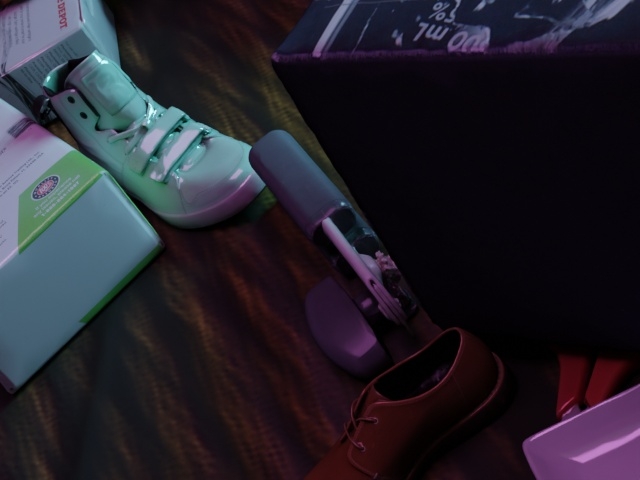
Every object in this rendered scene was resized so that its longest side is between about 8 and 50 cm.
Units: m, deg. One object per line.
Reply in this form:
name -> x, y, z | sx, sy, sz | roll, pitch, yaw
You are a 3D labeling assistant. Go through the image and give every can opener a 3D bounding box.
can opener -> 0.000, 0.000, 1.325 | 0.093, 0.074, 0.280 | -36, 37, 3

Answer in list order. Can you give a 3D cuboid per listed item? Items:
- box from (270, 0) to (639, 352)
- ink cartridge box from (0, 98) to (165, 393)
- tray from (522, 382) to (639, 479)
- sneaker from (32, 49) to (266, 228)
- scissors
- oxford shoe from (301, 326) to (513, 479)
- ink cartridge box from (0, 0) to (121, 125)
box -> 0.310, -0.181, 1.077 | 0.479, 0.297, 0.472 | 3, 51, 40
ink cartridge box -> -0.306, -0.007, 1.540 | 0.198, 0.115, 0.273 | -45, 38, -11
tray -> 0.233, 0.186, 0.973 | 0.145, 0.030, 0.270 | -27, 38, 2
sneaker -> -0.164, -0.100, 1.496 | 0.256, 0.151, 0.094 | 15, 59, 44
scissors -> 0.182, 0.123, 1.096 | 0.109, 0.021, 0.297 | -12, 43, 29
oxford shoe -> 0.036, 0.140, 1.149 | 0.212, 0.076, 0.076 | -45, 41, -2
ink cartridge box -> -0.325, -0.192, 1.772 | 0.203, 0.086, 0.148 | -28, 37, 10
